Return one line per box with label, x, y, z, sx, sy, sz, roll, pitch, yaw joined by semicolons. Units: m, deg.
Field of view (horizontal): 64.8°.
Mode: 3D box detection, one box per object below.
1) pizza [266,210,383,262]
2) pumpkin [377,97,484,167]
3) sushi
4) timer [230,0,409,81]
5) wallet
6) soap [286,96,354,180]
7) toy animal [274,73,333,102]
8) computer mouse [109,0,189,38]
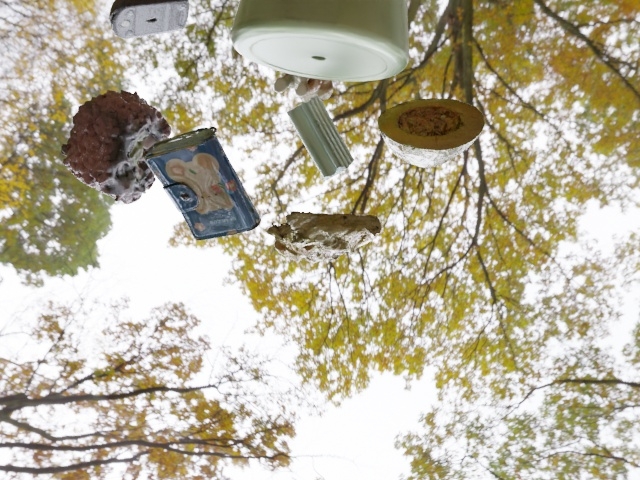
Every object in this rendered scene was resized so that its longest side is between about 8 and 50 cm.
pizza;0.000;0.000;1.164;0.223;0.323;0.090;6;-104;-24
pumpkin;0.228;-0.216;1.067;0.217;0.110;0.218;-3;-132;3
sushi;-0.493;-0.238;1.282;0.170;0.236;0.270;32;-77;24
timer;0.013;-0.448;0.811;0.290;0.291;0.316;7;-85;7
wallet;-0.207;-0.096;0.897;0.141;0.202;0.059;-12;-140;15
soap;0.003;-0.264;1.294;0.066;0.198;0.119;-24;-165;27
toy animal;-0.014;-0.402;1.132;0.104;0.185;0.184;23;-76;20
computer mouse;-0.570;-0.763;1.664;0.269;0.170;0.100;-21;-98;-29
